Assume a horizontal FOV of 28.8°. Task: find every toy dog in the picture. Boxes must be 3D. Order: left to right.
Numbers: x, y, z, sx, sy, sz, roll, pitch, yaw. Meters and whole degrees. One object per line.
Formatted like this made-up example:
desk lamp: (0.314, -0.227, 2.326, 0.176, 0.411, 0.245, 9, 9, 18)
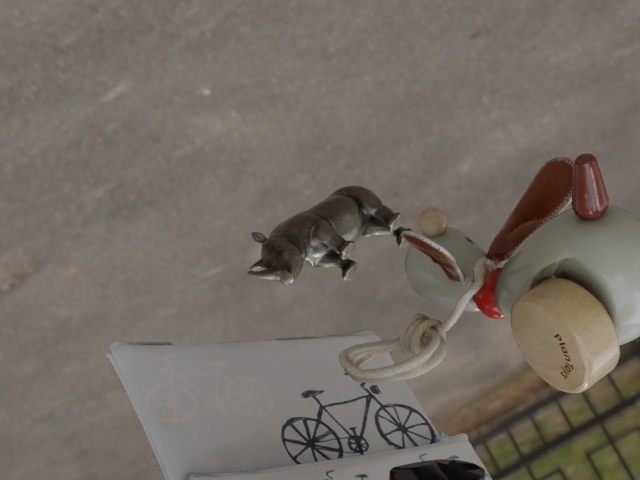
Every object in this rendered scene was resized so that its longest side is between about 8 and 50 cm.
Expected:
toy dog: (0.159, 0.003, 0.995, 0.334, 0.161, 0.220, -3, -158, 43)

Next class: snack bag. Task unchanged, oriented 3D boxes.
snack bag: (0.010, 0.201, 1.111, 0.323, 0.342, 0.037, 0, 133, -35)

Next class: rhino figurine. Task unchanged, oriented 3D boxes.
rhino figurine: (0.000, 0.000, 1.501, 0.243, 0.106, 0.073, -27, 138, -40)

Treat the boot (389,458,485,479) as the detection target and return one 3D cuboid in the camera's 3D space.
boot: (0.020, 0.229, 0.891, 0.219, 0.106, 0.082, -6, -169, -18)
